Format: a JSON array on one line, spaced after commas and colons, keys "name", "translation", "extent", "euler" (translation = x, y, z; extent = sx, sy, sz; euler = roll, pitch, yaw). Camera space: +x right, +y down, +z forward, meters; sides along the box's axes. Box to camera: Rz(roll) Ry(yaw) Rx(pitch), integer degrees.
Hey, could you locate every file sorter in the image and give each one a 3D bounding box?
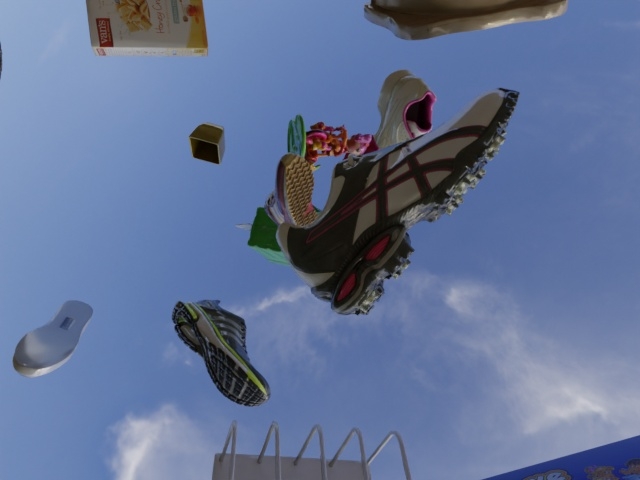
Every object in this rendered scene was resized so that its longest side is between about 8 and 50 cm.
[{"name": "file sorter", "translation": [-0.019, 0.389, 0.629], "extent": [0.193, 0.277, 0.173], "euler": [-97, -159, -50]}]

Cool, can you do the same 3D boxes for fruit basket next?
[{"name": "fruit basket", "translation": [0.000, 0.000, 1.150], "extent": [0.326, 0.352, 0.166], "euler": [9, -92, 46]}]

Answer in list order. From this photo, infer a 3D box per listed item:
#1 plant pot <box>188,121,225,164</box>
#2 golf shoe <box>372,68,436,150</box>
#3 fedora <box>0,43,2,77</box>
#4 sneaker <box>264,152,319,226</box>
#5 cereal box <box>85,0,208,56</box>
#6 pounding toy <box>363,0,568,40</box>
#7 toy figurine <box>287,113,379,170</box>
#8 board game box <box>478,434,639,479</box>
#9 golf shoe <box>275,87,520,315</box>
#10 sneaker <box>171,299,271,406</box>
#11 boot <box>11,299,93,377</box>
[{"name": "plant pot", "translation": [-0.293, -0.267, 1.137], "extent": [0.081, 0.082, 0.083], "euler": [15, -122, 1]}, {"name": "golf shoe", "translation": [0.191, -0.237, 1.017], "extent": [0.115, 0.307, 0.140], "euler": [-13, -143, -23]}, {"name": "fedora", "translation": [-0.508, -0.188, 0.447], "extent": [0.152, 0.334, 0.334], "euler": [30, -90, 33]}, {"name": "sneaker", "translation": [-0.055, -0.064, 0.653], "extent": [0.083, 0.186, 0.070], "euler": [25, -121, 23]}, {"name": "cereal box", "translation": [-0.377, -0.494, 0.933], "extent": [0.239, 0.047, 0.173], "euler": [-8, -92, -17]}, {"name": "pounding toy", "translation": [0.171, -0.306, 0.403], "extent": [0.269, 0.155, 0.154], "euler": [-8, -135, 3]}, {"name": "toy figurine", "translation": [0.030, -0.167, 0.766], "extent": [0.159, 0.173, 0.130], "euler": [-6, -105, -12]}, {"name": "board game box", "translation": [0.172, 0.265, 0.249], "extent": [0.346, 0.078, 0.234], "euler": [-21, -96, 8]}, {"name": "golf shoe", "translation": [0.076, -0.058, 0.404], "extent": [0.120, 0.105, 0.273], "euler": [41, -97, 16]}, {"name": "sneaker", "translation": [-0.198, 0.227, 0.936], "extent": [0.300, 0.121, 0.111], "euler": [44, -53, 25]}, {"name": "boot", "translation": [-0.557, 0.232, 0.882], "extent": [0.095, 0.258, 0.124], "euler": [27, -79, -13]}]
